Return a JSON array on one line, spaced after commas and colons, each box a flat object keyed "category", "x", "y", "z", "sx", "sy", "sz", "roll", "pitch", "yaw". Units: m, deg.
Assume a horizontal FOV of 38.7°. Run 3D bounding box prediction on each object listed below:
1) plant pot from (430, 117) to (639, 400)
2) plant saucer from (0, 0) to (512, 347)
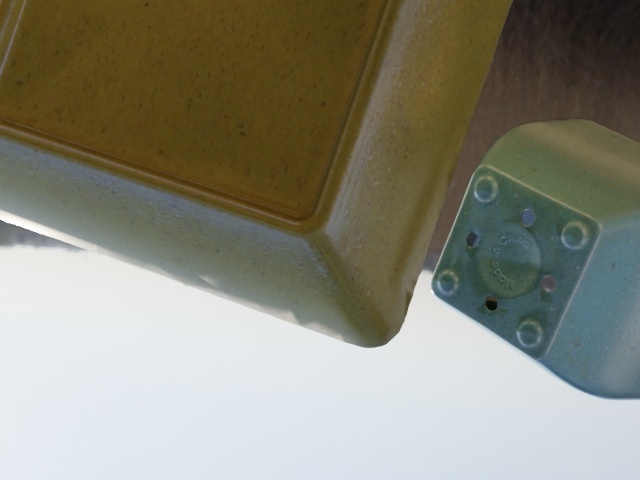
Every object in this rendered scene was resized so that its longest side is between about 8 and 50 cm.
[{"category": "plant pot", "x": 0.257, "y": 0.018, "z": 0.948, "sx": 0.252, "sy": 0.247, "sz": 0.248, "roll": -2, "pitch": -152, "yaw": -47}, {"category": "plant saucer", "x": -0.064, "y": -0.139, "z": 0.559, "sx": 0.333, "sy": 0.332, "sz": 0.081, "roll": 18, "pitch": 178, "yaw": 12}]
